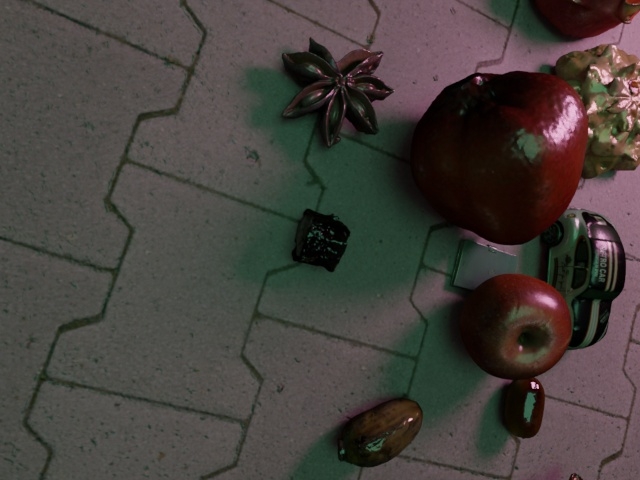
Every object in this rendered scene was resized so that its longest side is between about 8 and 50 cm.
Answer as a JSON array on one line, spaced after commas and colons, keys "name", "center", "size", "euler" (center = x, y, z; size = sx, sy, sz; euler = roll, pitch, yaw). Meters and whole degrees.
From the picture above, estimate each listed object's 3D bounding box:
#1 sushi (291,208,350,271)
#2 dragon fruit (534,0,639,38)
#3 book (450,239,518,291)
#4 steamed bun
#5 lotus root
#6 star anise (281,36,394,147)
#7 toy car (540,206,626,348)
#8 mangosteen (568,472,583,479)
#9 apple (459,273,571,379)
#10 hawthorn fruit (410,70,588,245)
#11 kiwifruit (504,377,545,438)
[{"name": "sushi", "center": [0.000, 0.001, 0.786], "size": [0.084, 0.098, 0.094], "euler": [17, 103, -12]}, {"name": "dragon fruit", "center": [0.593, -0.574, 0.919], "size": [0.291, 0.189, 0.290], "euler": [1, 88, -16]}, {"name": "book", "center": [0.338, 0.060, 0.916], "size": [0.135, 0.017, 0.103], "euler": [17, 86, -16]}, {"name": "steamed bun", "center": [0.635, -0.280, 0.956], "size": [0.292, 0.137, 0.295], "euler": [17, 82, -19]}, {"name": "lotus root", "center": [0.109, 0.348, 0.805], "size": [0.179, 0.089, 0.080], "euler": [-19, 131, -19]}, {"name": "star anise", "center": [0.029, -0.259, 0.802], "size": [0.212, 0.073, 0.196], "euler": [6, 83, -14]}, {"name": "toy car", "center": [0.548, 0.079, 0.924], "size": [0.136, 0.125, 0.305], "euler": [7, 85, -17]}, {"name": "mangosteen", "center": [0.487, 0.582, 0.875], "size": [0.194, 0.194, 0.230], "euler": [27, 52, -14]}, {"name": "apple", "center": [0.364, 0.158, 0.848], "size": [0.201, 0.162, 0.201], "euler": [0, 103, -1]}, {"name": "hawthorn fruit", "center": [0.306, -0.139, 0.775], "size": [0.295, 0.295, 0.311], "euler": [-33, 94, -15]}, {"name": "kiwifruit", "center": [0.412, 0.336, 0.903], "size": [0.075, 0.075, 0.124], "euler": [11, 81, -16]}]
